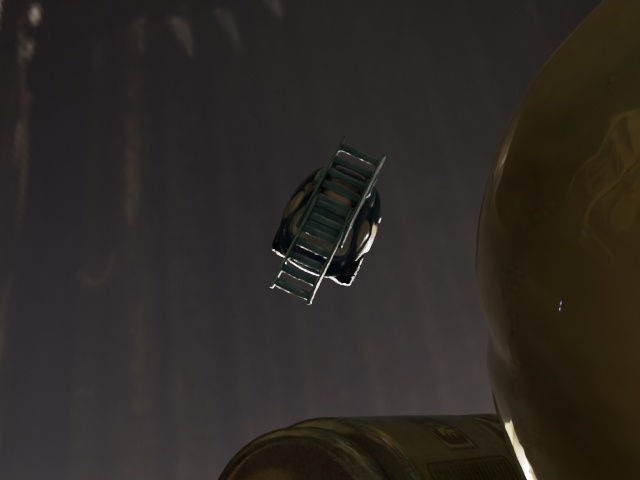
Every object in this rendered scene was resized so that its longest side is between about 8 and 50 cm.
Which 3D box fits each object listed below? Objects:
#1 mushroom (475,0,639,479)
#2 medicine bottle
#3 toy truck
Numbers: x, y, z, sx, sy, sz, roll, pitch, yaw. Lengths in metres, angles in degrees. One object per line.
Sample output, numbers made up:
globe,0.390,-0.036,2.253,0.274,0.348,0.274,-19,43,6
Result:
mushroom,0.212,-0.010,0.460,0.325,0.353,0.353,-1,-147,-8
medicine bottle,0.066,0.197,1.107,0.151,0.151,0.322,8,179,32
toy truck,0.000,0.000,1.024,0.063,0.074,0.136,23,-127,2
